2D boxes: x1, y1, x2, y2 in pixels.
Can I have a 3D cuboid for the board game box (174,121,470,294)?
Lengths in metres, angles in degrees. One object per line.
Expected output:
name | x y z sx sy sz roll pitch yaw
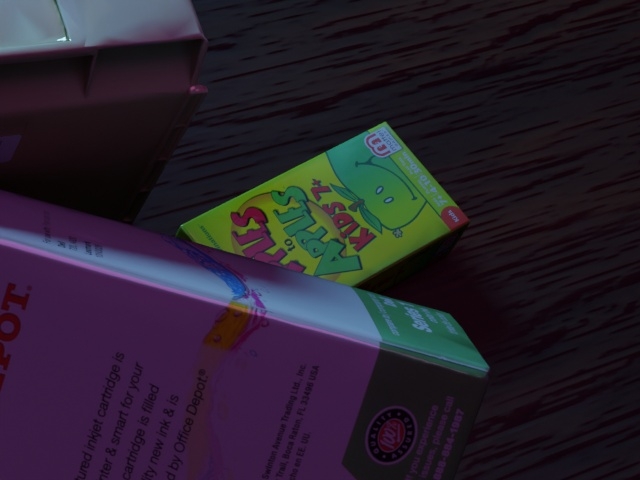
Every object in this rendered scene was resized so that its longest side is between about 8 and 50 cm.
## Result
board game box | 0.000 0.000 1.278 0.181 0.043 0.092 -28 72 -35

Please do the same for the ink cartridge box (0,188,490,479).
ink cartridge box | -0.079 0.108 1.057 0.278 0.201 0.117 16 12 -12

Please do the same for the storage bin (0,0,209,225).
storage bin | -0.225 -0.069 1.096 0.262 0.260 0.123 -8 65 -28
